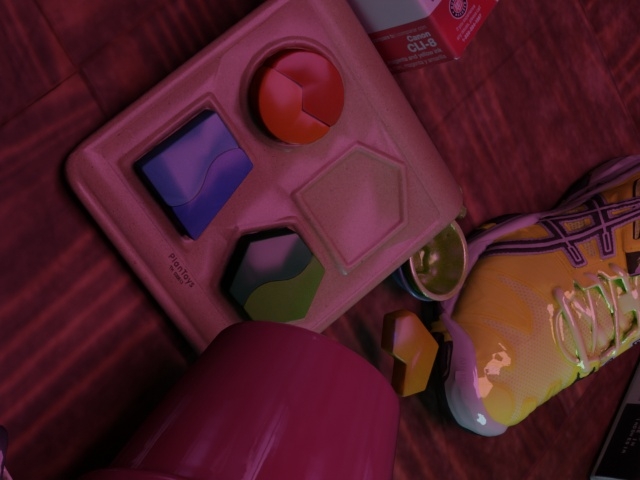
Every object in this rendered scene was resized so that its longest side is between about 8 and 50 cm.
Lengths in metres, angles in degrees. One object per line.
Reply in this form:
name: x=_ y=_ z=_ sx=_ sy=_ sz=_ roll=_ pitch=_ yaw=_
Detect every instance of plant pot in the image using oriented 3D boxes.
plant pot: x=-0.040 y=0.156 z=0.766 sx=0.201 sy=0.201 sz=0.180 roll=47 pitch=52 yaw=-30

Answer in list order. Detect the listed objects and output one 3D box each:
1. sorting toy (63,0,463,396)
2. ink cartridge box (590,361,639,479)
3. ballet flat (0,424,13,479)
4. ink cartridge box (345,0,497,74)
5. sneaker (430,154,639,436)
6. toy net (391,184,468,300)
sorting toy: x=0.000 y=0.000 z=0.875 sx=0.229 sy=0.041 sz=0.307 roll=-41 pitch=116 yaw=-15
ink cartridge box: x=0.400 y=0.265 z=1.253 sx=0.371 sy=0.069 sz=0.176 roll=50 pitch=57 yaw=-31
ballet flat: x=-0.192 y=0.194 z=0.710 sx=0.074 sy=0.074 sz=0.203 roll=-1 pitch=86 yaw=-42
ink cartridge box: x=0.034 y=-0.223 z=0.901 sx=0.176 sy=0.127 sz=0.128 roll=51 pitch=57 yaw=-27
sneaker: x=0.234 y=0.026 z=1.056 sx=0.384 sy=0.147 sz=0.145 roll=-37 pitch=114 yaw=-36
toy net: x=0.039 y=-0.060 z=0.950 sx=0.232 sy=0.045 sz=0.122 roll=46 pitch=60 yaw=-30
